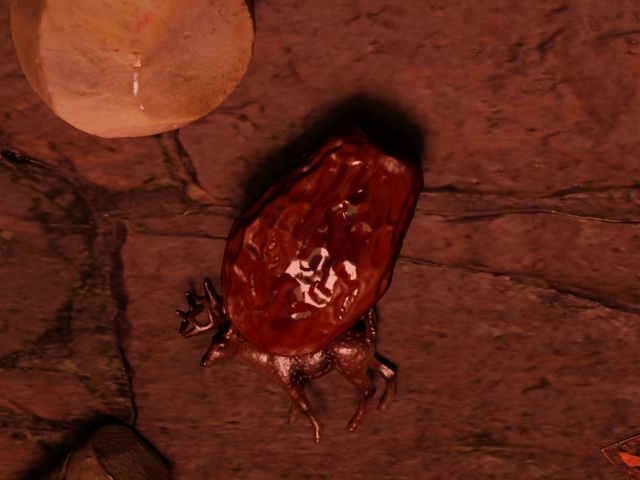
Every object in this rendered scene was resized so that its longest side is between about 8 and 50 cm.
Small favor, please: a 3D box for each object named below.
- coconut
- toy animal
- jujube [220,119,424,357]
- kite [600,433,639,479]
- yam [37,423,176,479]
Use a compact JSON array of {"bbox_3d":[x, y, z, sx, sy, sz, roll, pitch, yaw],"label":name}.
[{"bbox_3d":[-0.197,-0.237,1.403,0.259,0.259,0.259,4,125,6],"label":"coconut"},{"bbox_3d":[-0.038,0.142,1.734,0.243,0.087,0.260,-18,119,4],"label":"toy animal"},{"bbox_3d":[0.000,0.000,1.556,0.197,0.197,0.290,30,109,-12],"label":"jujube"},{"bbox_3d":[0.433,0.290,1.792,0.125,0.008,0.222,10,126,2],"label":"kite"},{"bbox_3d":[-0.324,0.373,1.878,0.161,0.161,0.268,38,120,-17],"label":"yam"}]
